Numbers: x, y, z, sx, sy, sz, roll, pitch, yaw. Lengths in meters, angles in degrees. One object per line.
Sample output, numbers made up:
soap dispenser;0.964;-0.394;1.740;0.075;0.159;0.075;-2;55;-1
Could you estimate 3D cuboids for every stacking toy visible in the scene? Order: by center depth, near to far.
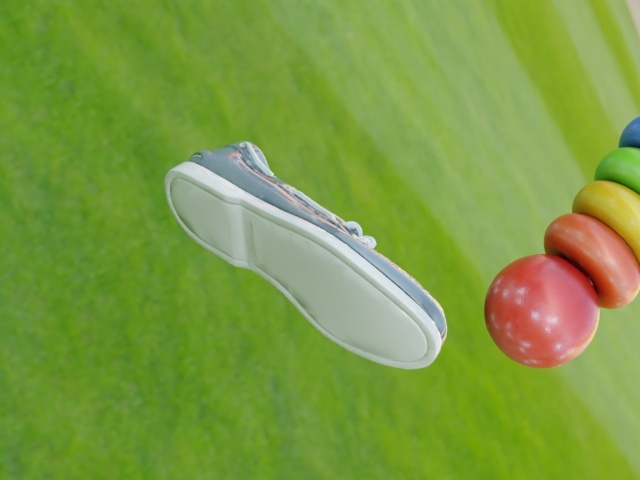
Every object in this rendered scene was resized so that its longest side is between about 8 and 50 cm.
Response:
stacking toy;0.259;-0.026;1.226;0.141;0.330;0.141;43;-17;16

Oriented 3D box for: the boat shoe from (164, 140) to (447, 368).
boat shoe;0.000;0.000;1.378;0.099;0.319;0.116;-36;142;-34
